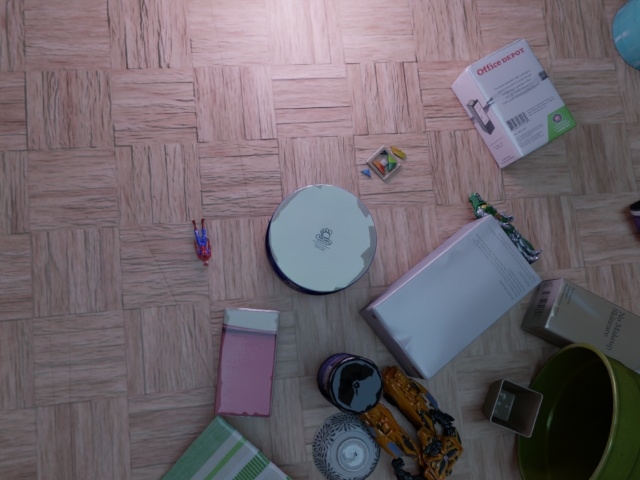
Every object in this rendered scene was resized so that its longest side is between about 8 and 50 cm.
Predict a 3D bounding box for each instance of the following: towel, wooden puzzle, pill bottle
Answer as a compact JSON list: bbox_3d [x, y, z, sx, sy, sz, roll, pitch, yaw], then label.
[{"bbox_3d":[-0.180,0.574,1.267,0.325,0.038,0.248,41,101,0],"label":"towel"},{"bbox_3d":[0.166,-0.205,1.492,0.078,0.014,0.116,40,78,-1],"label":"wooden puzzle"},{"bbox_3d":[0.058,0.317,1.290,0.123,0.219,0.122,1,82,-9],"label":"pill bottle"}]

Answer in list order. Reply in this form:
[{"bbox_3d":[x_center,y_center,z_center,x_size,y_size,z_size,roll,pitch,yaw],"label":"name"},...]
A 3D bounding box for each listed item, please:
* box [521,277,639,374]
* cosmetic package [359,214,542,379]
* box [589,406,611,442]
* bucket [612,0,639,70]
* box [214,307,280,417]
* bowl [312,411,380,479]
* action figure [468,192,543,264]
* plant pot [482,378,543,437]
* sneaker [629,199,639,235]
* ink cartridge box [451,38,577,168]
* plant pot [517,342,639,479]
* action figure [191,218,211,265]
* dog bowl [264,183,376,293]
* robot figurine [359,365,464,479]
[{"bbox_3d":[0.696,0.228,1.455,0.311,0.121,0.148,25,78,-4],"label":"box"},{"bbox_3d":[0.313,0.137,1.394,0.385,0.156,0.217,-35,88,-11],"label":"cosmetic package"},{"bbox_3d":[0.804,0.467,1.475,0.191,0.045,0.184,-26,88,-12],"label":"box"},{"bbox_3d":[0.985,-0.616,1.599,0.281,0.183,0.281,1,82,-9],"label":"bucket"},{"bbox_3d":[-0.167,0.273,1.297,0.127,0.148,0.232,5,80,-7],"label":"box"},{"bbox_3d":[0.069,0.494,1.337,0.170,0.080,0.170,2,80,-9],"label":"bowl"},{"bbox_3d":[0.470,-0.034,1.474,0.232,0.063,0.137,45,33,5],"label":"action figure"},{"bbox_3d":[0.461,0.406,1.403,0.109,0.096,0.109,23,79,-4],"label":"plant pot"},{"bbox_3d":[0.989,-0.085,1.575,0.283,0.107,0.124,-23,100,-8],"label":"sneaker"},{"bbox_3d":[0.511,-0.363,1.519,0.198,0.115,0.273,-30,87,-12],"label":"ink cartridge box"},{"bbox_3d":[0.701,0.465,1.291,0.353,0.366,0.366,21,79,-4],"label":"plant pot"},{"bbox_3d":[-0.287,0.005,1.382,0.038,0.030,0.115,-11,85,-15],"label":"action figure"},{"bbox_3d":[0.000,0.000,1.388,0.265,0.104,0.264,1,82,-9],"label":"dog bowl"},{"bbox_3d":[0.220,0.451,1.345,0.291,0.085,0.211,49,63,-6],"label":"robot figurine"}]
